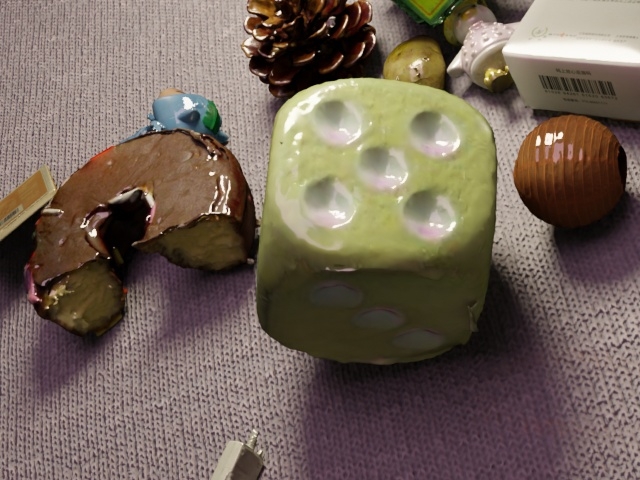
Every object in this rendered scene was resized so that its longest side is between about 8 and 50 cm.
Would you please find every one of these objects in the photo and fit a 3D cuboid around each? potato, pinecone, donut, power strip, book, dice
[{"bbox_3d":[0.130,-0.235,1.775,0.091,0.070,0.138,-39,38,23],"label":"potato"},{"bbox_3d":[-0.025,-0.302,1.850,0.208,0.207,0.207,-17,46,19],"label":"pinecone"},{"bbox_3d":[-0.252,-0.024,1.794,0.345,0.136,0.259,-26,42,10],"label":"donut"},{"bbox_3d":[-0.113,0.302,1.484,0.030,0.047,0.191,0,54,40],"label":"power strip"},{"bbox_3d":[-0.476,-0.041,1.961,0.170,0.018,0.242,-40,18,-4],"label":"book"},{"bbox_3d":[0.058,-0.013,1.447,0.250,0.252,0.254,6,60,0],"label":"dice"}]

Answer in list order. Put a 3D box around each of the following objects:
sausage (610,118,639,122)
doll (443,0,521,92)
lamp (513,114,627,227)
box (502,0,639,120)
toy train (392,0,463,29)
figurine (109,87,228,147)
[{"bbox_3d":[0.398,-0.151,1.576,0.100,0.015,0.015,10,60,38],"label":"sausage"},{"bbox_3d":[0.223,-0.270,1.743,0.129,0.081,0.207,-32,42,8],"label":"doll"},{"bbox_3d":[0.291,-0.081,1.497,0.136,0.136,0.136,-17,46,19],"label":"lamp"},{"bbox_3d":[0.392,-0.297,1.631,0.200,0.106,0.299,13,59,39],"label":"box"},{"bbox_3d":[0.148,-0.423,1.802,0.188,0.159,0.271,-47,19,17],"label":"toy train"},{"bbox_3d":[-0.233,-0.171,1.934,0.178,0.114,0.144,-30,41,19],"label":"figurine"}]
